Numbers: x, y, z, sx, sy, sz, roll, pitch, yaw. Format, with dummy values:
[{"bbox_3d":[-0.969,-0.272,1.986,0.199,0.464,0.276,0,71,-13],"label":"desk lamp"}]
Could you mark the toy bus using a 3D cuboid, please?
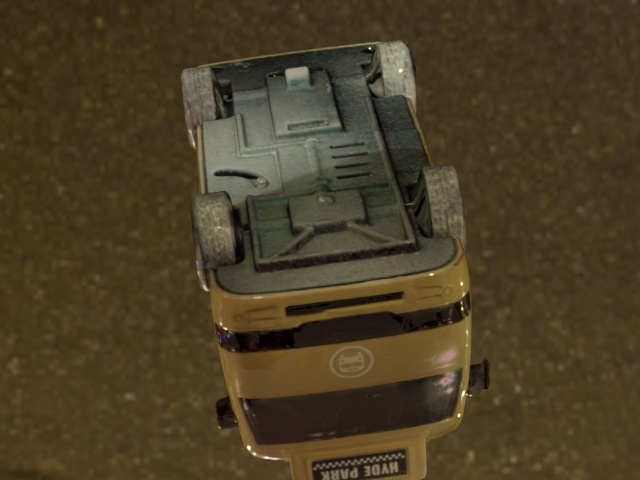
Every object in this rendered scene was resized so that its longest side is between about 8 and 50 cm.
[{"bbox_3d":[0.000,0.000,0.878,0.139,0.289,0.157,-9,119,-3],"label":"toy bus"}]
